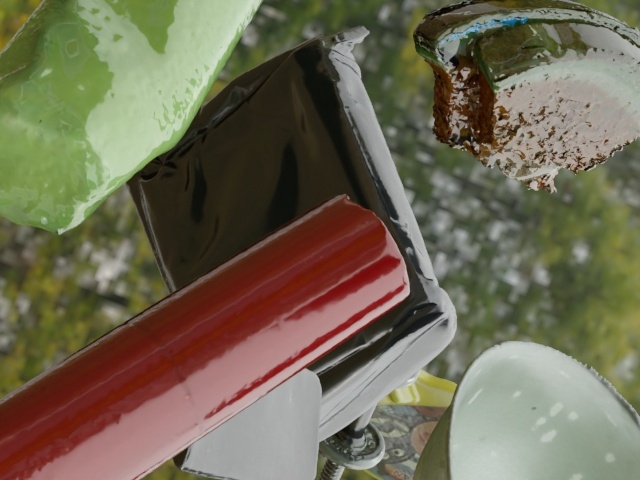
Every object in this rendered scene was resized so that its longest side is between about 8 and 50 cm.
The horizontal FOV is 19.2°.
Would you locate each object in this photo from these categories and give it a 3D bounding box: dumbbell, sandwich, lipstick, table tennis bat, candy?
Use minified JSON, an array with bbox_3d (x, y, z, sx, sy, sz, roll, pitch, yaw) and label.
[{"bbox_3d":[0.046,0.161,1.918,0.081,0.082,0.254,-80,-169,-56],"label":"dumbbell"},{"bbox_3d":[0.175,-0.118,1.501,0.159,0.235,0.079,-55,-144,15],"label":"sandwich"},{"bbox_3d":[-0.082,0.071,0.906,0.280,0.073,0.073,-32,172,-25],"label":"lipstick"},{"bbox_3d":[0.111,0.202,2.359,0.054,0.224,0.368,-72,153,-42],"label":"table tennis bat"},{"bbox_3d":[-0.149,-0.145,1.430,0.132,0.142,0.343,-34,-162,41],"label":"candy"}]

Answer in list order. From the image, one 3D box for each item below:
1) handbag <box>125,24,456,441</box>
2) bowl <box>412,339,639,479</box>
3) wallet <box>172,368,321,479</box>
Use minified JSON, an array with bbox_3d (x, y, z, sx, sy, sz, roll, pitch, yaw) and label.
[{"bbox_3d":[0.001,0.001,1.638,0.275,0.178,0.301,-34,-116,25],"label":"handbag"},{"bbox_3d":[0.158,0.251,1.518,0.146,0.313,0.313,-33,-151,36],"label":"bowl"},{"bbox_3d":[-0.040,0.105,1.109,0.157,0.018,0.082,26,67,-60],"label":"wallet"}]
